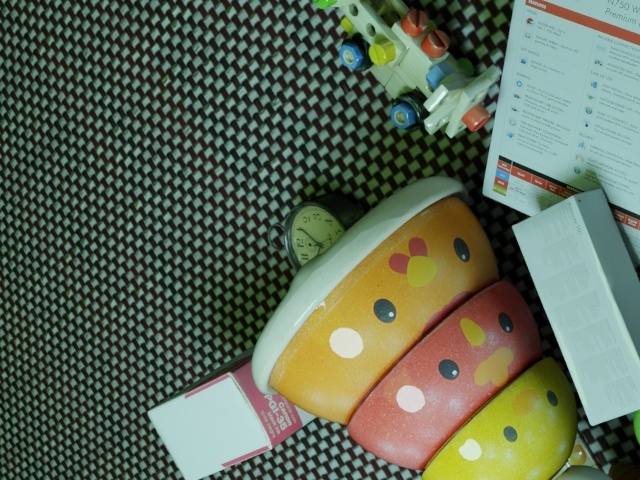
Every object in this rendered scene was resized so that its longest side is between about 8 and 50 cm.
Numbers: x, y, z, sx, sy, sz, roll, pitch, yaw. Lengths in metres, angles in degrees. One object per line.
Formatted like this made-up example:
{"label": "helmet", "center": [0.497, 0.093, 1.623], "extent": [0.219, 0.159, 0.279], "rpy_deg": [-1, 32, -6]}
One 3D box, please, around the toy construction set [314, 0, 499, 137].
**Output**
{"label": "toy construction set", "center": [0.111, -0.249, 1.731], "extent": [0.328, 0.151, 0.215], "rpy_deg": [63, 147, 21]}

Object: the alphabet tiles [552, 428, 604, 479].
{"label": "alphabet tiles", "center": [0.270, 0.286, 1.912], "extent": [0.198, 0.009, 0.237], "rpy_deg": [-36, 81, 45]}

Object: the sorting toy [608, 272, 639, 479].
{"label": "sorting toy", "center": [0.386, 0.194, 1.712], "extent": [0.126, 0.127, 0.365], "rpy_deg": [-140, 42, -55]}

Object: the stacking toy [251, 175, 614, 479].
{"label": "stacking toy", "center": [0.188, 0.190, 1.729], "extent": [0.480, 0.350, 0.350], "rpy_deg": [44, 133, 13]}

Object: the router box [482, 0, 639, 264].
{"label": "router box", "center": [0.353, -0.132, 1.599], "extent": [0.335, 0.082, 0.301], "rpy_deg": [28, 125, 33]}

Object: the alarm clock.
{"label": "alarm clock", "center": [0.000, 0.000, 2.006], "extent": [0.192, 0.064, 0.129], "rpy_deg": [5, 111, 40]}

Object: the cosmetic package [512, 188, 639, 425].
{"label": "cosmetic package", "center": [0.304, 0.072, 1.610], "extent": [0.099, 0.060, 0.239], "rpy_deg": [-29, 78, 48]}

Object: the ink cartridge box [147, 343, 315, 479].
{"label": "ink cartridge box", "center": [-0.059, 0.194, 1.990], "extent": [0.207, 0.283, 0.117], "rpy_deg": [-30, 90, 46]}
